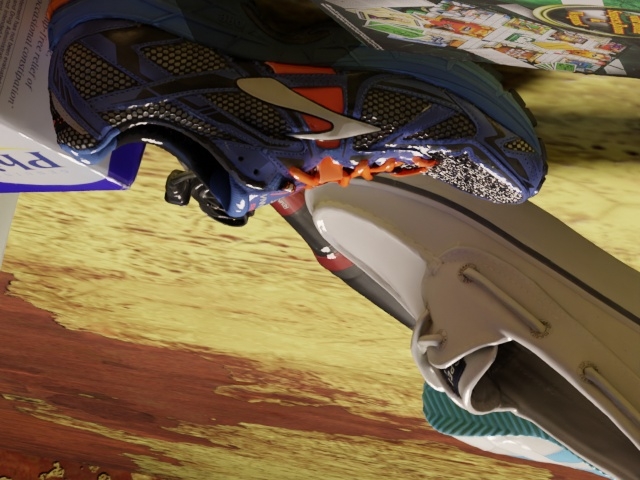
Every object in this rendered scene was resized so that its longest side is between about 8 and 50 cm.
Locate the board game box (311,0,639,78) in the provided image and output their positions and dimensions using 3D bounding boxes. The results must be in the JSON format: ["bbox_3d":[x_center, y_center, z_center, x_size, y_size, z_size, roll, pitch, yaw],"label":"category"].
[{"bbox_3d":[0.055,-0.082,0.520,0.136,0.030,0.260,11,180,12],"label":"board game box"}]

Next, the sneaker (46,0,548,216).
[{"bbox_3d":[-0.012,-0.046,0.714,0.221,0.087,0.083,14,166,-9],"label":"sneaker"}]

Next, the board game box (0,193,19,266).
[{"bbox_3d":[-0.353,-0.050,0.961,0.224,0.097,0.303,2,164,34],"label":"board game box"}]

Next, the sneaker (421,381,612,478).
[{"bbox_3d":[0.195,0.129,1.264,0.229,0.087,0.092,12,175,30],"label":"sneaker"}]

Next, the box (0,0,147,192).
[{"bbox_3d":[-0.161,-0.075,0.752,0.126,0.072,0.137,1,163,39],"label":"box"}]

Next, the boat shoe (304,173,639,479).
[{"bbox_3d":[0.088,0.043,0.813,0.267,0.088,0.096,33,157,21],"label":"boat shoe"}]

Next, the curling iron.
[{"bbox_3d":[0.000,0.000,0.993,0.068,0.035,0.274,7,165,34],"label":"curling iron"}]
